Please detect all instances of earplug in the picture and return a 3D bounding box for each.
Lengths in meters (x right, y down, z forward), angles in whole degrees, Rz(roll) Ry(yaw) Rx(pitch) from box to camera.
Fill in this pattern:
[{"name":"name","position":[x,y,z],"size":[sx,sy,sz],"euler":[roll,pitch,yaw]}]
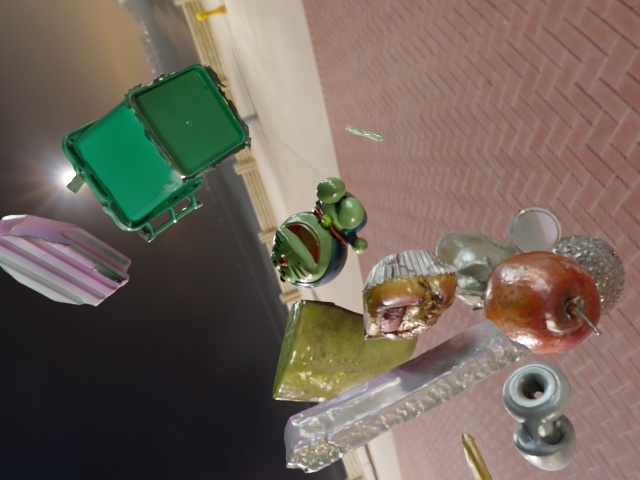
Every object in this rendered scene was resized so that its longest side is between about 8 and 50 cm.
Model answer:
[{"name":"earplug","position":[0.697,0.550,1.568],"size":[0.214,0.175,0.325],"euler":[-19,64,40]}]

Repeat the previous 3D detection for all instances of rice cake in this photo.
[{"name":"rice cake","position":[0.112,0.207,0.678],"size":[0.056,0.365,0.072],"euler":[65,178,-28]}]

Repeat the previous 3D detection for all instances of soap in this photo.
[{"name":"soap","position":[-0.704,0.051,1.335],"size":[0.324,0.193,0.109],"euler":[42,-162,-39]}]

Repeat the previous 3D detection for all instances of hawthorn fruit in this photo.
[{"name":"hawthorn fruit","position":[0.500,0.135,1.098],"size":[0.231,0.263,0.235],"euler":[38,-124,-39]}]

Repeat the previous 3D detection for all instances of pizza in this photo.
[{"name":"pizza","position":[0.433,0.621,1.352],"size":[0.131,0.041,0.178],"euler":[72,177,-52]}]

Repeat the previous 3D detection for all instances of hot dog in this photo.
[{"name":"hot dog","position":[0.114,0.088,0.691],"size":[0.252,0.131,0.069],"euler":[91,169,-63]}]

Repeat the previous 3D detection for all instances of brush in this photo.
[{"name":"brush","position":[-0.597,-0.220,1.321],"size":[0.082,0.218,0.010],"euler":[21,164,43]}]

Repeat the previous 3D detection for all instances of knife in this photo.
[{"name":"knife","position":[0.138,-0.345,1.593],"size":[0.043,0.020,0.293],"euler":[28,-173,-22]}]

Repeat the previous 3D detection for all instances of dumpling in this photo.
[{"name":"dumpling","position":[0.423,0.082,1.344],"size":[0.204,0.293,0.163],"euler":[25,129,39]}]

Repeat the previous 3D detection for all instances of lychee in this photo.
[{"name":"lychee","position":[0.803,0.115,1.569],"size":[0.300,0.300,0.300],"euler":[159,90,-81]}]

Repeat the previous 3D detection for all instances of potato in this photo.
[{"name":"potato","position":[0.054,0.255,1.072],"size":[0.330,0.280,0.212],"euler":[134,149,-79]}]

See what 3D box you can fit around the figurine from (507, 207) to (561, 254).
[{"name":"figurine","position":[0.560,-0.022,1.333],"size":[0.154,0.132,0.132],"euler":[3,-116,-77]}]

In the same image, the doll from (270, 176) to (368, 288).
[{"name":"doll","position":[0.000,-0.001,1.274],"size":[0.198,0.322,0.186],"euler":[56,-157,19]}]

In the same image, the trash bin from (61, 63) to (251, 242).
[{"name":"trash bin","position":[-0.341,-0.182,1.068],"size":[0.381,0.259,0.295],"euler":[-12,114,52]}]
